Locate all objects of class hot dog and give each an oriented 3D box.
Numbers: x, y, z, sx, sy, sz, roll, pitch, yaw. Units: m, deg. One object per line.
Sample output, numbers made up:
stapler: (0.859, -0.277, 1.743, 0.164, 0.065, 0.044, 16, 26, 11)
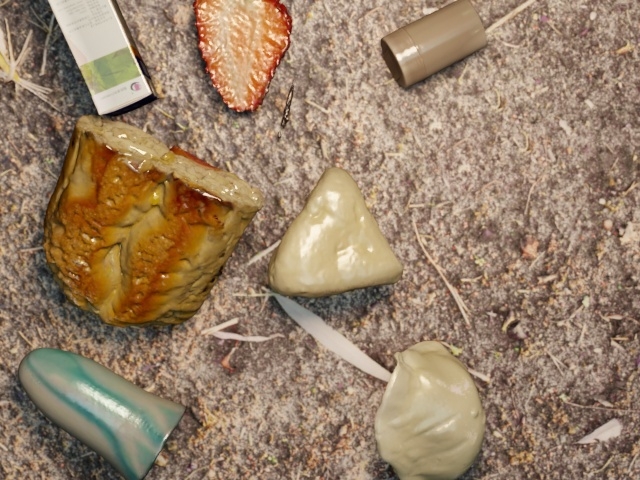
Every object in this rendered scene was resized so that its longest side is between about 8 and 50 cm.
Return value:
hot dog: (-0.337, -0.011, 1.786, 0.367, 0.196, 0.365, 27, 113, -4)

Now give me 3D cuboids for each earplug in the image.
earplug: (-0.442, 0.319, 1.845, 0.324, 0.185, 0.185, 33, 93, -3)

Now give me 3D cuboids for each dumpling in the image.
dumpling: (0.210, 0.364, 1.871, 0.242, 0.187, 0.318, -2, 90, -47)

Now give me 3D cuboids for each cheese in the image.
cheese: (-0.001, 0.000, 1.835, 0.247, 0.173, 0.251, -22, 99, -10)

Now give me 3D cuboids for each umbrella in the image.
umbrella: (-0.066, -0.259, 1.878, 0.013, 0.022, 0.122, 14, 85, 19)

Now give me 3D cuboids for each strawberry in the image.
strawberry: (-0.147, -0.396, 1.816, 0.188, 0.106, 0.286, 4, 109, -1)

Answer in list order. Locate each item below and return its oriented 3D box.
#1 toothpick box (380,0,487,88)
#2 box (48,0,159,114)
toothpick box: (0.217, -0.381, 1.837, 0.180, 0.111, 0.111, -28, 98, -2)
box: (-0.408, -0.383, 1.742, 0.106, 0.200, 0.300, -25, 98, -2)
